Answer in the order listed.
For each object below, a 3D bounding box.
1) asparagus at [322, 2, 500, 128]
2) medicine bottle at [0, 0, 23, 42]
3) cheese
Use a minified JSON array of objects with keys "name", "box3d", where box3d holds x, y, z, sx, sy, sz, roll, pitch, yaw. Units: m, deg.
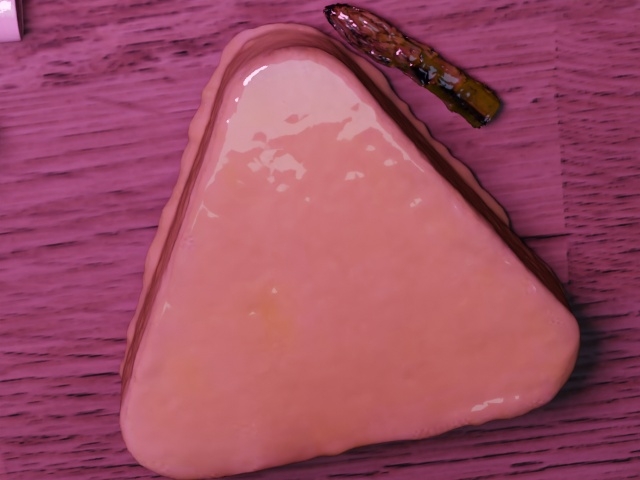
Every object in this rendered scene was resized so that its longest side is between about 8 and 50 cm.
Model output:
[{"name":"asparagus","box3d":[0.070,-0.143,1.497,0.165,0.030,0.036,30,134,-17]},{"name":"medicine bottle","box3d":[-0.274,-0.175,1.438,0.089,0.057,0.057,-4,113,-3]},{"name":"cheese","box3d":[0.001,0.000,1.510,0.384,0.104,0.384,-2,113,-4]}]
